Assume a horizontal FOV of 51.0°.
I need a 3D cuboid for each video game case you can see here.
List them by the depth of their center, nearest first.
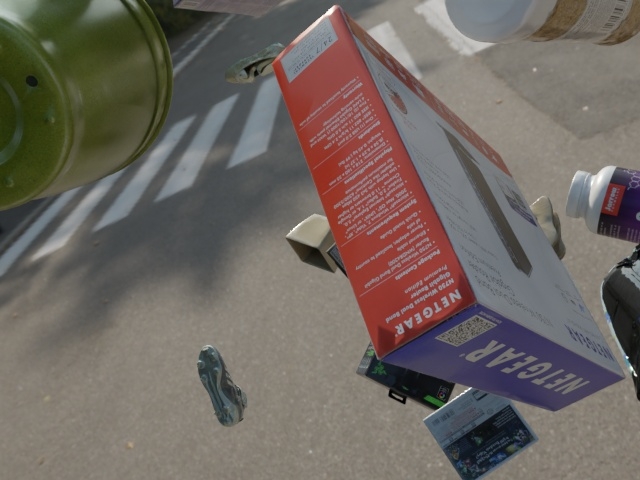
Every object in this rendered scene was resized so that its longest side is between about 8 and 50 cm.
[{"bbox_3d":[0.357,0.424,1.502,0.190,0.173,0.022,-34,-22,0],"label":"video game case"}]

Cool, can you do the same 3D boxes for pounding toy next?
[{"bbox_3d":[0.358,0.029,1.339,0.270,0.155,0.154,-33,52,15],"label":"pounding toy"}]

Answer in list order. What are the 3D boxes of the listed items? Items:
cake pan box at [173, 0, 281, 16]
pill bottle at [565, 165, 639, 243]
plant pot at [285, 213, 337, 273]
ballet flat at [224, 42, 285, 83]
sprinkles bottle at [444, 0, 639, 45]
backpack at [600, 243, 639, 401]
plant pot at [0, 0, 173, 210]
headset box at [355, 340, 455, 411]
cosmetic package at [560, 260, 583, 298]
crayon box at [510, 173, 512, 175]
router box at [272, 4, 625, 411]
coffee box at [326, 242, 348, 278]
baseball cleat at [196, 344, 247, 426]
[{"bbox_3d":[-0.208,-0.621,1.633,0.246,0.070,0.267,-3,0,-28],"label":"cake pan box"},{"bbox_3d":[0.802,-0.084,1.698,0.323,0.181,0.181,16,42,26],"label":"pill bottle"},{"bbox_3d":[0.000,0.000,1.627,0.109,0.109,0.096,19,64,36],"label":"plant pot"},{"bbox_3d":[-0.149,-0.385,1.502,0.168,0.057,0.052,-23,63,29],"label":"ballet flat"},{"bbox_3d":[0.299,-0.306,0.838,0.121,0.121,0.356,-5,8,45],"label":"sprinkles bottle"},{"bbox_3d":[0.694,0.138,1.298,0.290,0.273,0.355,-47,28,20],"label":"backpack"},{"bbox_3d":[-0.408,-0.202,0.908,0.367,0.366,0.353,-25,22,6],"label":"plant pot"},{"bbox_3d":[0.267,0.321,1.895,0.282,0.247,0.131,-63,4,-12],"label":"headset box"},{"bbox_3d":[0.475,0.082,1.544,0.151,0.183,0.152,-35,-26,26],"label":"cosmetic package"},{"bbox_3d":[0.417,-0.076,1.852,0.278,0.081,0.165,-62,-15,17],"label":"crayon box"},{"bbox_3d":[0.126,-0.012,0.620,0.082,0.336,0.301,-35,55,24],"label":"router box"},{"bbox_3d":[0.145,-0.032,1.394,0.246,0.098,0.141,-46,-11,29],"label":"coffee box"},{"bbox_3d":[-0.241,0.354,1.657,0.072,0.205,0.109,-16,-5,20],"label":"baseball cleat"}]
